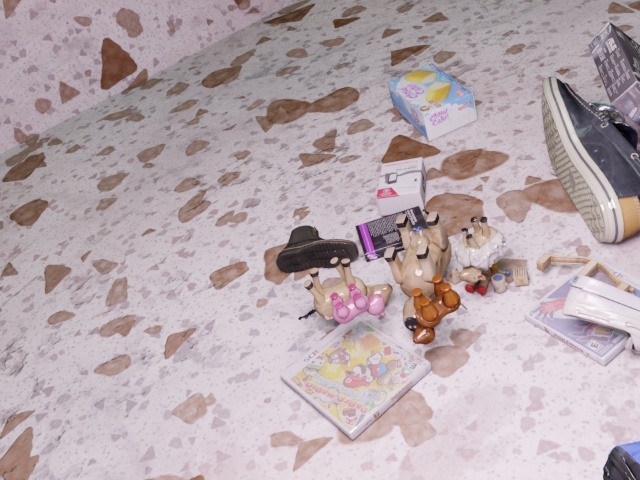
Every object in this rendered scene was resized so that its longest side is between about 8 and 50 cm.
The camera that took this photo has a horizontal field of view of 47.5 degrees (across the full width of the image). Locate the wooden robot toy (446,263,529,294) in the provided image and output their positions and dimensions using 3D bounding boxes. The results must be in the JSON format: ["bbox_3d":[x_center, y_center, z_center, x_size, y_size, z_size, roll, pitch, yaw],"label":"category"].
[{"bbox_3d":[0.332,0.059,1.477,0.173,0.079,0.076,6,43,32],"label":"wooden robot toy"}]

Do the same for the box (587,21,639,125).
[{"bbox_3d":[0.749,-0.348,1.670,0.076,0.242,0.307,-47,20,36],"label":"box"}]

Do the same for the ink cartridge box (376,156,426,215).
[{"bbox_3d":[0.202,-0.134,1.800,0.109,0.063,0.150,-8,38,17],"label":"ink cartridge box"}]

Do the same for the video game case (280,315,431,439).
[{"bbox_3d":[0.064,0.253,1.402,0.206,0.026,0.227,-37,39,-21],"label":"video game case"}]

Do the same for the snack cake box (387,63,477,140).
[{"bbox_3d":[0.313,-0.397,2.062,0.152,0.089,0.264,-24,36,-5],"label":"snack cake box"}]

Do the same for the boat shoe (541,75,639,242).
[{"bbox_3d":[0.603,-0.196,1.592,0.156,0.187,0.500,-15,43,6],"label":"boat shoe"}]

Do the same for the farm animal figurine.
[{"bbox_3d":[0.167,0.087,1.439,0.330,0.172,0.327,10,50,41],"label":"farm animal figurine"}]

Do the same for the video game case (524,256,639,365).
[{"bbox_3d":[0.516,0.124,1.350,0.201,0.023,0.183,-35,38,-18],"label":"video game case"}]

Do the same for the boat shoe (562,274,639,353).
[{"bbox_3d":[0.544,0.149,1.228,0.267,0.096,0.088,25,89,14],"label":"boat shoe"}]

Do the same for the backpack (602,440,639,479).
[{"bbox_3d":[0.469,0.347,1.030,0.101,0.098,0.120,-3,28,-27],"label":"backpack"}]

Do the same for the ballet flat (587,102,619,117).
[{"bbox_3d":[0.652,-0.314,1.826,0.188,0.070,0.070,18,51,43],"label":"ballet flat"}]

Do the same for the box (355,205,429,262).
[{"bbox_3d":[0.170,-0.016,1.694,0.162,0.029,0.116,-19,37,5],"label":"box"}]

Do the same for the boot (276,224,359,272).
[{"bbox_3d":[0.000,0.000,1.723,0.198,0.077,0.137,-6,33,18],"label":"boot"}]

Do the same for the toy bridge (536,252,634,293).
[{"bbox_3d":[0.511,0.062,1.391,0.063,0.026,0.188,-38,40,-25],"label":"toy bridge"}]
